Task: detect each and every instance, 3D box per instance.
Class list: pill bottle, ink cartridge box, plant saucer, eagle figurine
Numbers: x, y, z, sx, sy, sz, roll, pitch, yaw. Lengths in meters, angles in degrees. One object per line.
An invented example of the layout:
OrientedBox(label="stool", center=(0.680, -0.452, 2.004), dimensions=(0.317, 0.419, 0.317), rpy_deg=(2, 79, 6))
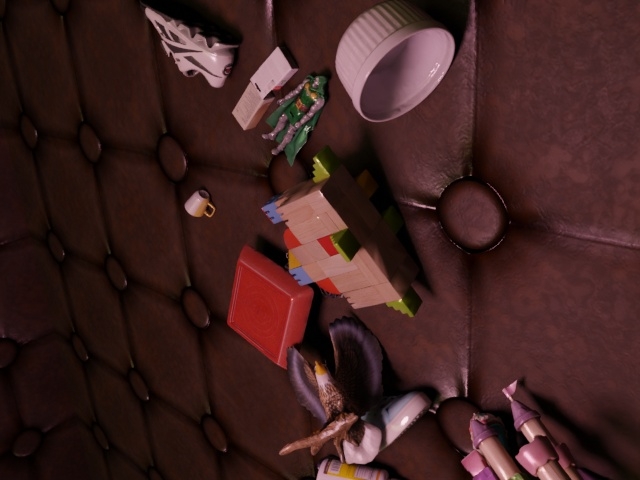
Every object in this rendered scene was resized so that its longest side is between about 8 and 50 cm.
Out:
OrientedBox(label="pill bottle", center=(0.101, 0.634, 1.566), dimensions=(0.214, 0.117, 0.117), rpy_deg=(6, 114, 16))
OrientedBox(label="ink cartridge box", center=(-0.107, -0.381, 1.404), dimensions=(0.115, 0.029, 0.063), rpy_deg=(-37, 80, 39))
OrientedBox(label="plant saucer", center=(-0.147, 0.178, 1.583), dimensions=(0.258, 0.047, 0.259), rpy_deg=(32, 122, 32))
OrientedBox(label="eagle figurine", center=(0.030, 0.339, 1.404), dimensions=(0.226, 0.298, 0.225), rpy_deg=(9, 115, -5))

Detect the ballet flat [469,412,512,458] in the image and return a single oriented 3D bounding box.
OrientedBox(label="ballet flat", center=(0.367, 0.473, 1.308), dimensions=(0.077, 0.091, 0.241), rpy_deg=(-152, 52, -72))

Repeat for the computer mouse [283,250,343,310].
OrientedBox(label="computer mouse", center=(-0.048, 0.131, 1.562), dimensions=(0.188, 0.072, 0.272), rpy_deg=(51, 130, 19))

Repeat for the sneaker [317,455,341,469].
OrientedBox(label="sneaker", center=(0.071, 0.676, 1.679), dimensions=(0.211, 0.080, 0.081), rpy_deg=(32, 126, 31))

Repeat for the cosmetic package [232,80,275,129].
OrientedBox(label="cosmetic package", center=(-0.163, -0.328, 1.486), dimensions=(0.060, 0.041, 0.115), rpy_deg=(56, 137, 8))

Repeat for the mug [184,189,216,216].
OrientedBox(label="mug", center=(-0.341, -0.110, 1.761), dimensions=(0.064, 0.078, 0.062), rpy_deg=(-50, 39, 36))

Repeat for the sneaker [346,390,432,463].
OrientedBox(label="sneaker", center=(0.117, 0.423, 1.480), dimensions=(0.150, 0.135, 0.366), rpy_deg=(51, 135, 11))

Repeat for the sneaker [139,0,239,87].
OrientedBox(label="sneaker", center=(-0.347, -0.494, 1.534), dimensions=(0.330, 0.122, 0.146), rpy_deg=(40, 130, 26))

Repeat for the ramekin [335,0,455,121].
OrientedBox(label="ramekin", center=(0.124, -0.324, 1.090), dimensions=(0.109, 0.207, 0.207), rpy_deg=(55, 137, 23))

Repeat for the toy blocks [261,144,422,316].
OrientedBox(label="toy blocks", center=(0.022, 0.012, 1.328), dimensions=(0.260, 0.191, 0.381), rpy_deg=(-20, 114, 47))

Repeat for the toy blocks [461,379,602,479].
OrientedBox(label="toy blocks", center=(0.358, 0.463, 1.176), dimensions=(0.289, 0.308, 0.260), rpy_deg=(-47, 48, 15))

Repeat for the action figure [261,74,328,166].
OrientedBox(label="action figure", center=(-0.051, -0.290, 1.382), dimensions=(0.137, 0.063, 0.232), rpy_deg=(57, 133, 14))
